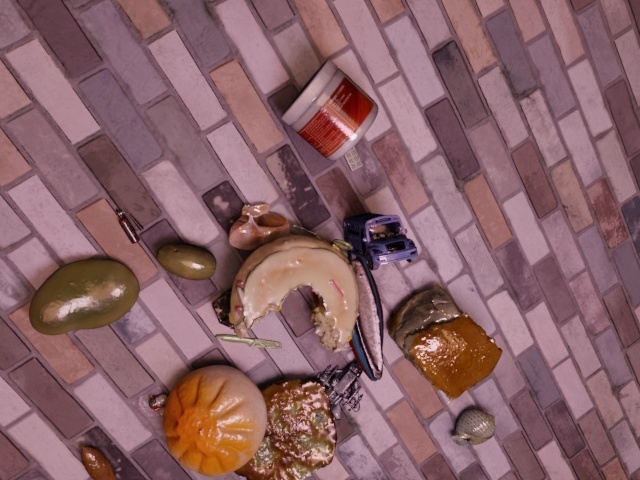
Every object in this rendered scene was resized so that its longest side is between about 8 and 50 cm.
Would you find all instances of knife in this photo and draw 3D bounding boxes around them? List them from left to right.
[{"bbox_3d":[-0.215,0.308,1.319,0.208,0.014,0.030,11,95,-16],"label":"knife"}]

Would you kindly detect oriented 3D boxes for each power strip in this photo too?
[{"bbox_3d":[0.092,-0.249,1.295,0.040,0.016,0.090,-29,105,-7],"label":"power strip"}]

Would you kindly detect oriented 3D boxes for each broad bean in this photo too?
[{"bbox_3d":[-0.621,0.145,1.155,0.263,0.121,0.188,-19,98,-25],"label":"broad bean"}]

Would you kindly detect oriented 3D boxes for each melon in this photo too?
[{"bbox_3d":[-0.366,0.056,1.195,0.162,0.099,0.099,16,95,-14],"label":"melon"}]

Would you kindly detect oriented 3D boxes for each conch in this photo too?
[{"bbox_3d":[0.532,0.646,1.510,0.153,0.102,0.135,-23,119,25],"label":"conch"}]

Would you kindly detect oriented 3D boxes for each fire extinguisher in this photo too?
[{"bbox_3d":[-0.513,-0.043,1.179,0.046,0.032,0.100,-22,110,2],"label":"fire extinguisher"}]

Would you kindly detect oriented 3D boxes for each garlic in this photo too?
[{"bbox_3d":[-0.172,-0.032,1.232,0.175,0.099,0.123,-3,114,-13],"label":"garlic"}]

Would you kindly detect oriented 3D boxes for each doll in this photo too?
[{"bbox_3d":[-0.469,0.489,1.279,0.058,0.040,0.085,-11,102,-22],"label":"doll"}]

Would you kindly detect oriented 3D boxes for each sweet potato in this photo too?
[{"bbox_3d":[-0.635,0.667,1.261,0.068,0.060,0.205,-14,107,28],"label":"sweet potato"}]

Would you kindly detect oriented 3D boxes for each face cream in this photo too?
[{"bbox_3d":[0.026,-0.343,1.167,0.187,0.201,0.201,38,89,-16],"label":"face cream"}]

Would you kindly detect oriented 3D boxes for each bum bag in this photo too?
[{"bbox_3d":[-0.208,0.143,1.265,0.102,0.069,0.248,42,76,-2],"label":"bum bag"}]

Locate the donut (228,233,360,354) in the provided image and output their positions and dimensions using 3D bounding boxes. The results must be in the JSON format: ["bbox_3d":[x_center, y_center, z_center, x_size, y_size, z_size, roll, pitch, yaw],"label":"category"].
[{"bbox_3d":[-0.064,0.138,1.208,0.372,0.150,0.306,15,83,-22],"label":"donut"}]

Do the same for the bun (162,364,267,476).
[{"bbox_3d":[-0.300,0.501,1.199,0.299,0.165,0.298,-1,82,10],"label":"bun"}]

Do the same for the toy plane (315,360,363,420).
[{"bbox_3d":[0.093,0.434,1.380,0.169,0.078,0.246,40,86,12],"label":"toy plane"}]

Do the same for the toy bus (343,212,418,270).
[{"bbox_3d":[0.154,-0.008,1.209,0.126,0.292,0.133,-12,99,-11],"label":"toy bus"}]

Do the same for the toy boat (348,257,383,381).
[{"bbox_3d":[0.135,0.244,1.331,0.136,0.079,0.391,-10,89,-11],"label":"toy boat"}]

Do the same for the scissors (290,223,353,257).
[{"bbox_3d":[0.000,0.000,1.270,0.187,0.133,0.019,23,71,0],"label":"scissors"}]

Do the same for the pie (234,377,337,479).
[{"bbox_3d":[-0.110,0.572,1.305,0.355,0.103,0.288,-31,85,-5],"label":"pie"}]

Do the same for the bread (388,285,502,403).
[{"bbox_3d":[0.373,0.301,1.348,0.250,0.225,0.279,-40,102,-2],"label":"bread"}]
